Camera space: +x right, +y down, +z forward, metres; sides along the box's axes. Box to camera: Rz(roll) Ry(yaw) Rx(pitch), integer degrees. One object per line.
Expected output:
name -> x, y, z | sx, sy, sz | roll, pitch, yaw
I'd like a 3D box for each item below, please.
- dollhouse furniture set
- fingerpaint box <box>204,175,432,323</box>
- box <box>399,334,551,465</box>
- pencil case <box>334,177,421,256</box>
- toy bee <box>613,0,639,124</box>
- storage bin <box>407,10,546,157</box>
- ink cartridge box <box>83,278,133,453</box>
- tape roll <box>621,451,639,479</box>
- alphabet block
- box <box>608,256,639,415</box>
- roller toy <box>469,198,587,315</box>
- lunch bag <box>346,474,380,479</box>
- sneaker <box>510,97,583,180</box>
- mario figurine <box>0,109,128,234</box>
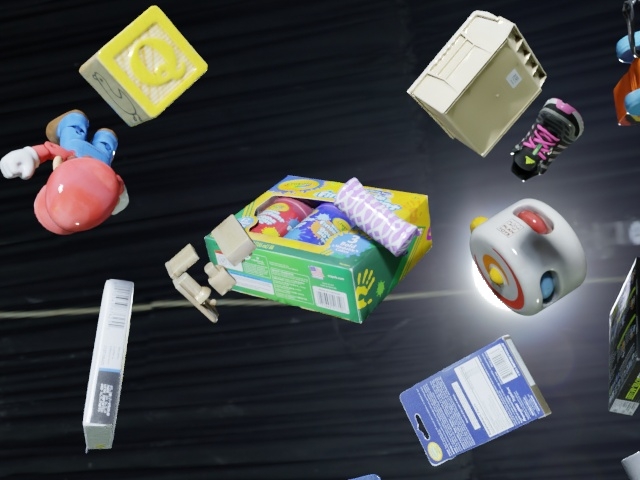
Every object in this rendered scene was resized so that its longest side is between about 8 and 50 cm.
dollhouse furniture set -> -0.163, 0.059, 1.331 | 0.123, 0.151, 0.144 | 49, 0, -30
fingerpaint box -> 0.000, 0.000, 1.934 | 0.371, 0.445, 0.163 | -41, 131, -43
box -> 0.246, 0.265, 1.245 | 0.037, 0.225, 0.136 | -1, 60, -54
pencil case -> 0.127, -0.054, 1.703 | 0.088, 0.206, 0.086 | -44, 165, -25
toy bee -> 0.458, -0.208, 0.945 | 0.298, 0.162, 0.195 | -40, 122, -70
storage bin -> 0.387, -0.374, 1.834 | 0.123, 0.260, 0.262 | 45, 9, 38
ink cartridge box -> -0.454, 0.280, 1.631 | 0.307, 0.072, 0.303 | 118, -25, -62
tape roll -> 0.477, 0.253, 0.907 | 0.072, 0.219, 0.219 | 66, 5, 25
alphabet block -> -0.417, -0.403, 1.787 | 0.192, 0.197, 0.193 | 47, 70, -20
box -> 0.496, 0.154, 1.203 | 0.190, 0.045, 0.184 | 83, 21, -53
roller toy -> 0.370, 0.032, 1.391 | 0.209, 0.146, 0.191 | 59, -11, 2
lunch bag -> 0.055, 0.387, 1.090 | 0.065, 0.099, 0.067 | 60, 23, -29
sneaker -> 0.306, -0.131, 1.053 | 0.075, 0.063, 0.170 | -47, 169, -14
mario figurine -> -0.439, -0.103, 1.326 | 0.320, 0.198, 0.170 | -111, -156, -58
